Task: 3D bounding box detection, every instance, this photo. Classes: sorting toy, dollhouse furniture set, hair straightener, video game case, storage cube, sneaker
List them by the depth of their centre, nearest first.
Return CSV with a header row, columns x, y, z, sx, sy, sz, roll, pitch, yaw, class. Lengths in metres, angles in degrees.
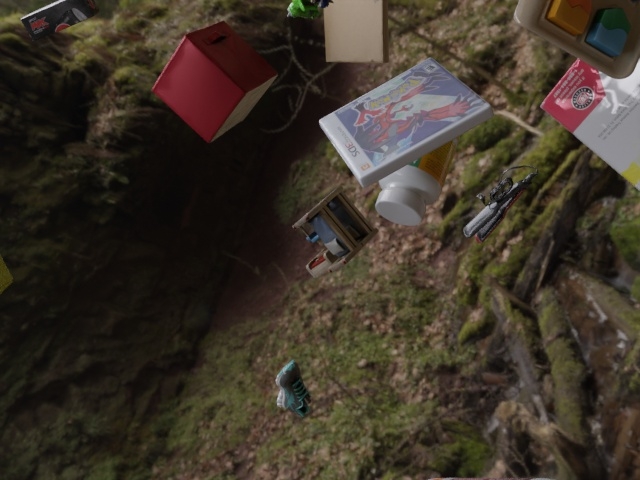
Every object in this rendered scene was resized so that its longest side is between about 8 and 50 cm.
x,y,z,sx,sy,sz,roll,pitch,yaw,class
0.395,-0.356,0.857,0.192,0.208,0.038,-70,18,4,sorting toy
0.114,-0.176,0.872,0.023,0.201,0.183,60,-179,-41,video game case
0.000,0.000,1.305,0.129,0.129,0.184,-43,4,-40,dollhouse furniture set
-0.050,0.322,1.307,0.065,0.076,0.166,-43,-30,-32,sneaker
0.409,-0.088,1.399,0.230,0.089,0.047,-51,33,34,hair straightener
-0.259,-0.392,1.502,0.215,0.193,0.183,-44,5,36,storage cube

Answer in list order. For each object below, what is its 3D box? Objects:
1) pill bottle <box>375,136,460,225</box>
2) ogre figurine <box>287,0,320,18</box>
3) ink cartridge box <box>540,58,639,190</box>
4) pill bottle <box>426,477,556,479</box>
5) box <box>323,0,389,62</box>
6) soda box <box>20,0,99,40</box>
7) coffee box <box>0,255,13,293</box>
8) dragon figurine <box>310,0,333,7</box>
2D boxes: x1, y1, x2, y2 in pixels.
x,y,z,sx,sy,sz,roll,pitch,yaw,class
0.174,-0.136,1.101,0.117,0.118,0.208,120,174,-70,pill bottle
-0.023,-0.680,1.667,0.118,0.096,0.197,-30,10,-32,ogre figurine
0.638,-0.230,1.050,0.160,0.384,0.279,-27,-22,-42,ink cartridge box
0.322,0.514,1.009,0.392,0.224,0.223,-33,34,54,pill bottle
0.074,-0.488,1.309,0.021,0.165,0.201,-26,-59,-44,box
-0.619,-0.537,1.444,0.053,0.169,0.060,-93,-18,-58,soda box
-0.780,0.034,0.944,0.338,0.335,0.337,-67,-28,-51,coffee box
-0.030,-0.528,1.141,0.085,0.144,0.289,-54,23,31,dragon figurine
